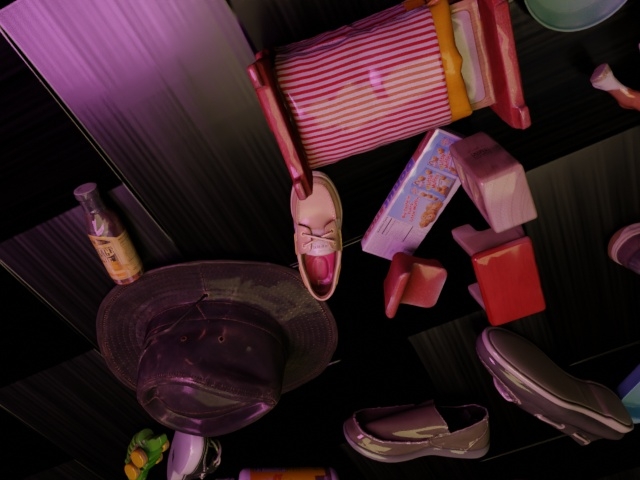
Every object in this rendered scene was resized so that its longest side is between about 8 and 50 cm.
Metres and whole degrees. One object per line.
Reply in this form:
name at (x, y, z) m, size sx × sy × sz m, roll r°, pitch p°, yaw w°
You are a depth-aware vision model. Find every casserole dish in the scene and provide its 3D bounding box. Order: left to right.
casserole dish at (0.561, 0.232, 0.873) m, size 0.114 × 0.037 × 0.188 m, roll 13°, pitch 125°, yaw -15°

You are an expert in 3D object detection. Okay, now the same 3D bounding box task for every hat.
hat at (-0.137, 0.172, 0.698) m, size 0.332 × 0.133 × 0.331 m, roll -3°, pitch 125°, yaw -4°

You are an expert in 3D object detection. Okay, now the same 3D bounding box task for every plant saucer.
plant saucer at (0.241, -0.258, 0.489) m, size 0.120 × 0.021 × 0.119 m, roll -3°, pitch 126°, yaw -4°

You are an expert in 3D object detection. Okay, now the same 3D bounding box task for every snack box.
snack box at (0.117, -0.050, 0.629) m, size 0.064 × 0.022 × 0.178 m, roll 19°, pitch 122°, yaw -16°

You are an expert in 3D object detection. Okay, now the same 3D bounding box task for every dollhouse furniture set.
dollhouse furniture set at (0.100, -0.040, 0.521) m, size 0.202 × 0.152 × 0.373 m, roll -20°, pitch 117°, yaw 9°

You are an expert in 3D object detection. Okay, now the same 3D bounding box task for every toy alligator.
toy alligator at (-0.301, 0.363, 0.874) m, size 0.051 × 0.056 × 0.189 m, roll 42°, pitch 123°, yaw 17°

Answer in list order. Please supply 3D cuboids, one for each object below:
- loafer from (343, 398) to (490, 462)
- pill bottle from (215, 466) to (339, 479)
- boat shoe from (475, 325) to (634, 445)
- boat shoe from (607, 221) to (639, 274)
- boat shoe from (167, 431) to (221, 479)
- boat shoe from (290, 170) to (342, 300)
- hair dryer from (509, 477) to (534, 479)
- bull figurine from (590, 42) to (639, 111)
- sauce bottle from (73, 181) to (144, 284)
loafer at (0.160, 0.293, 0.853) m, size 0.252 × 0.094 × 0.087 m, roll 4°, pitch 114°, yaw -14°
pill bottle at (-0.077, 0.459, 0.923) m, size 0.215 × 0.117 × 0.117 m, roll 3°, pitch 126°, yaw -8°
boat shoe at (0.343, 0.240, 0.808) m, size 0.335 × 0.112 × 0.095 m, roll 29°, pitch 121°, yaw -23°
boat shoe at (0.494, 0.007, 0.677) m, size 0.224 × 0.073 × 0.080 m, roll -10°, pitch 127°, yaw 2°
boat shoe at (-0.194, 0.331, 0.830) m, size 0.070 × 0.077 × 0.219 m, roll 5°, pitch 148°, yaw -20°
boat shoe at (0.000, 0.000, 0.630) m, size 0.063 × 0.059 × 0.170 m, roll -8°, pitch 127°, yaw 0°
hair dryer at (0.381, 0.548, 1.081) m, size 0.294 × 0.080 × 0.223 m, roll -9°, pitch 143°, yaw 7°
bull figurine at (0.390, -0.143, 0.438) m, size 0.189 × 0.310 × 0.101 m, roll 30°, pitch 85°, yaw -9°
sauce bottle at (-0.246, -0.007, 0.612) m, size 0.042 × 0.042 × 0.128 m, roll -12°, pitch 125°, yaw 3°
